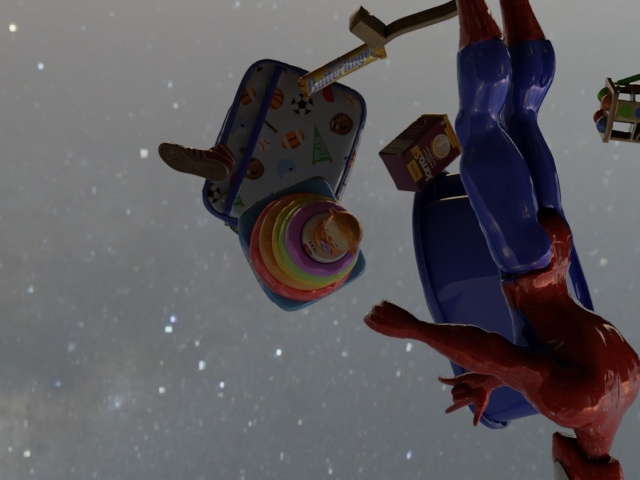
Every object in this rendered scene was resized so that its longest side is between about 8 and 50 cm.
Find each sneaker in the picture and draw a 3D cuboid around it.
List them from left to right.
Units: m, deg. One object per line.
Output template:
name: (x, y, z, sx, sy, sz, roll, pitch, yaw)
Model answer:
sneaker: (-0.190, -0.132, 1.676, 0.118, 0.042, 0.067, 22, -148, 8)

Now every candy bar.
candy bar: (0.033, -0.270, 1.683, 0.161, 0.040, 0.018, -30, -148, -16)

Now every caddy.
caddy: (0.214, 0.065, 1.323, 0.179, 0.341, 0.241, -14, -165, 26)

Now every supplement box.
supplement box: (0.116, -0.102, 1.233, 0.083, 0.055, 0.043, -43, -151, -24)

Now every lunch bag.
lunch bag: (-0.069, -0.142, 1.823, 0.243, 0.303, 0.115, 21, 180, -5)

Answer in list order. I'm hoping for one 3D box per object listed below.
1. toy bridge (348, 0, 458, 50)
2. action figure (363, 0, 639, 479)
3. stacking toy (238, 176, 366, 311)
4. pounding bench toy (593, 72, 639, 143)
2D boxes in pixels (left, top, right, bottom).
toy bridge: (0.107, -0.220, 0.867, 0.063, 0.188, 0.026, 33, -146, -26)
action figure: (0.070, 0.000, 0.530, 0.139, 0.280, 0.091, -20, 176, 38)
stacking toy: (0.000, 0.000, 1.496, 0.166, 0.175, 0.302, -27, -177, -14)
pounding bench toy: (0.306, -0.140, 1.049, 0.065, 0.083, 0.052, 7, -154, 2)
